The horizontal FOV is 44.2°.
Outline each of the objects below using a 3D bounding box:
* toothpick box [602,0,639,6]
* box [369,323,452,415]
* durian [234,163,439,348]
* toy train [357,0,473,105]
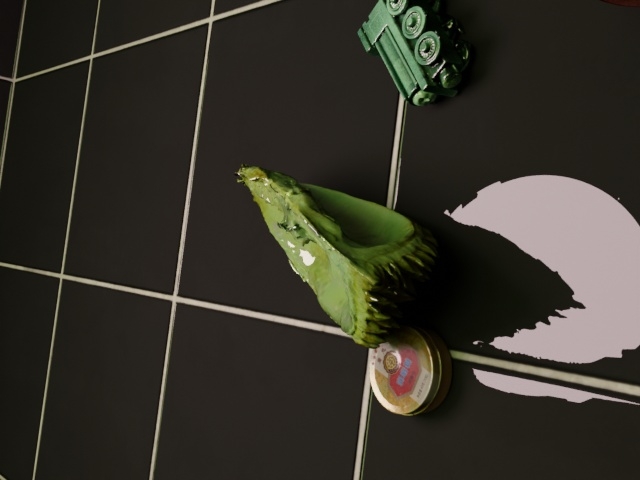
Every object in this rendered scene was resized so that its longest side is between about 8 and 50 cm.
[{"bbox_3d":[0.294,-0.401,0.682,0.204,0.204,0.333,-21,68,45],"label":"toothpick box"},{"bbox_3d":[0.104,0.151,0.923,0.105,0.037,0.105,-13,73,48],"label":"box"},{"bbox_3d":[-0.004,0.010,0.952,0.394,0.198,0.163,41,112,53],"label":"durian"},{"bbox_3d":[0.115,-0.237,0.965,0.111,0.071,0.170,-52,48,42],"label":"toy train"}]
